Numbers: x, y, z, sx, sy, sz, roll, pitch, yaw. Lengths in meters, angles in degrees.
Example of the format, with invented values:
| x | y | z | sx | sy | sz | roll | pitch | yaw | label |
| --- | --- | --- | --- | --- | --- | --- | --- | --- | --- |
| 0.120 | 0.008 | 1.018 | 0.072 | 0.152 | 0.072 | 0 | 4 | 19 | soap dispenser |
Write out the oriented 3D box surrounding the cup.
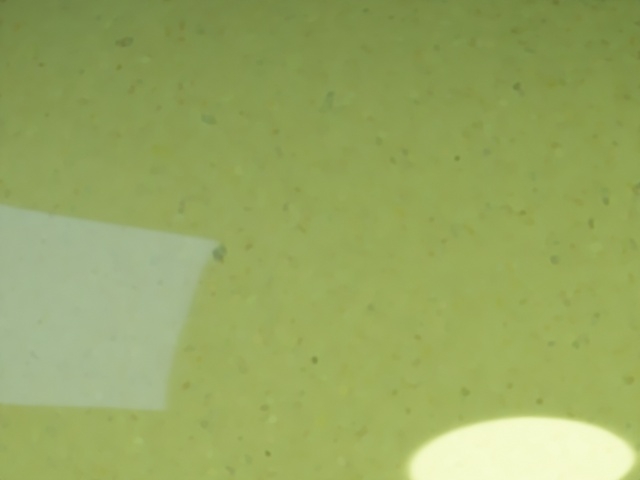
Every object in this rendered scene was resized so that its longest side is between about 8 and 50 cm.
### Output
| x | y | z | sx | sy | sz | roll | pitch | yaw | label |
| --- | --- | --- | --- | --- | --- | --- | --- | --- | --- |
| 0.078 | 0.024 | 0.500 | 0.237 | 0.331 | 0.331 | 1 | 88 | 30 | cup |
